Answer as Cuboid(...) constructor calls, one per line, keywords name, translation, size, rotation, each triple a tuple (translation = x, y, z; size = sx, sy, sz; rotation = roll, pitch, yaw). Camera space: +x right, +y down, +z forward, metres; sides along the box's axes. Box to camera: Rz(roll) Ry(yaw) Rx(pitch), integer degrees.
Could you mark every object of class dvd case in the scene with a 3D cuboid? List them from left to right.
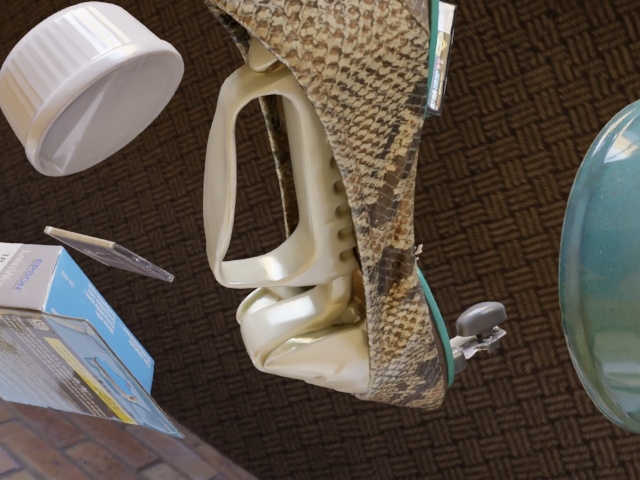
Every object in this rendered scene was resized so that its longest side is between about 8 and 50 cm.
Cuboid(name="dvd case", translation=(-0.412, 0.026, 1.430), size=(0.221, 0.164, 0.018), rotation=(10, 72, 38))

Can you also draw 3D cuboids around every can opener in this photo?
Cuboid(name="can opener", translation=(0.207, 0.189, 1.257), size=(0.074, 0.280, 0.093), rotation=(5, 116, 56))

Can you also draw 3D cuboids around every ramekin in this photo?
Cuboid(name="ramekin", translation=(-0.345, -0.229, 1.084), size=(0.273, 0.273, 0.127), rotation=(-43, 86, 21))

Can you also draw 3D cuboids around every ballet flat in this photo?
Cuboid(name="ballet flat", translation=(0.000, 0.000, 0.572), size=(0.164, 0.182, 0.482), rotation=(43, 153, 41))

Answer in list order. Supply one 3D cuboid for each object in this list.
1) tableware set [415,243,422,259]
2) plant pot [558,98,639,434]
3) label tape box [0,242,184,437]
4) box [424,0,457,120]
Cuboid(name="tableware set", translation=(0.106, 0.036, 1.178), size=(0.104, 0.154, 0.024), rotation=(-20, 102, 22))
Cuboid(name="plant pot", translation=(0.442, 0.027, 0.603), size=(0.334, 0.341, 0.341), rotation=(1, 93, 55))
Cuboid(name="label tape box", translation=(-0.332, 0.121, 0.937), size=(0.334, 0.106, 0.240), rotation=(2, 137, 28))
Cuboid(name="box", translation=(0.133, -0.274, 1.192), size=(0.220, 0.051, 0.175), rotation=(180, 101, -68))
